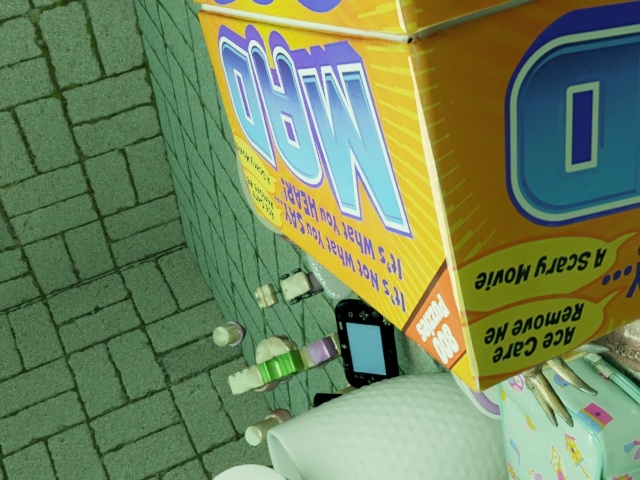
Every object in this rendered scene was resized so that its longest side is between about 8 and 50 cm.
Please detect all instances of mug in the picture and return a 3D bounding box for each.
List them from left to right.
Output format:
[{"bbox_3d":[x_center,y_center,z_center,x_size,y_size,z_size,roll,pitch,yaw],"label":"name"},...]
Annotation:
[{"bbox_3d":[0.145,0.381,1.268,0.374,0.328,0.276,57,161,34],"label":"mug"}]

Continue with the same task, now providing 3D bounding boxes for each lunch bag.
[{"bbox_3d":[0.299,0.249,0.997,0.224,0.108,0.279,-129,25,-58],"label":"lunch bag"}]

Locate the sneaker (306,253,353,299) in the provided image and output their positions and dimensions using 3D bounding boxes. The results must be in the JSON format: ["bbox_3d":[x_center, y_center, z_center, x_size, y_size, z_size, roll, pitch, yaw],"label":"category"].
[{"bbox_3d":[0.000,0.000,1.688,0.153,0.101,0.268,118,135,-70],"label":"sneaker"}]

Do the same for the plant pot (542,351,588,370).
[{"bbox_3d":[0.182,-0.038,0.867,0.254,0.237,0.237,-107,6,-54],"label":"plant pot"}]

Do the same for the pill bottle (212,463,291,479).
[{"bbox_3d":[-0.082,0.434,1.148,0.181,0.181,0.323,56,159,39],"label":"pill bottle"}]

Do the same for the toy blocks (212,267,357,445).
[{"bbox_3d":[-0.032,0.241,1.835,0.260,0.289,0.309,-5,-109,-62],"label":"toy blocks"}]

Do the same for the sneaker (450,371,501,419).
[{"bbox_3d":[0.183,0.098,1.169,0.152,0.114,0.305,94,158,-81],"label":"sneaker"}]

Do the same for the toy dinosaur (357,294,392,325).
[{"bbox_3d":[0.090,0.054,1.418,0.313,0.121,0.160,-164,68,-65],"label":"toy dinosaur"}]

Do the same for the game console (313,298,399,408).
[{"bbox_3d":[0.082,0.259,1.571,0.044,0.213,0.361,-67,-28,-57],"label":"game console"}]

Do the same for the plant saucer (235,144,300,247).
[{"bbox_3d":[-0.053,-0.140,1.519,0.332,0.084,0.332,23,119,49],"label":"plant saucer"}]

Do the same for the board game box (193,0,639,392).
[{"bbox_3d":[0.128,-0.191,0.545,0.356,0.357,0.356,-143,35,-62],"label":"board game box"}]

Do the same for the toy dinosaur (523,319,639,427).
[{"bbox_3d":[0.262,0.071,0.663,0.296,0.200,0.127,-7,98,49],"label":"toy dinosaur"}]
